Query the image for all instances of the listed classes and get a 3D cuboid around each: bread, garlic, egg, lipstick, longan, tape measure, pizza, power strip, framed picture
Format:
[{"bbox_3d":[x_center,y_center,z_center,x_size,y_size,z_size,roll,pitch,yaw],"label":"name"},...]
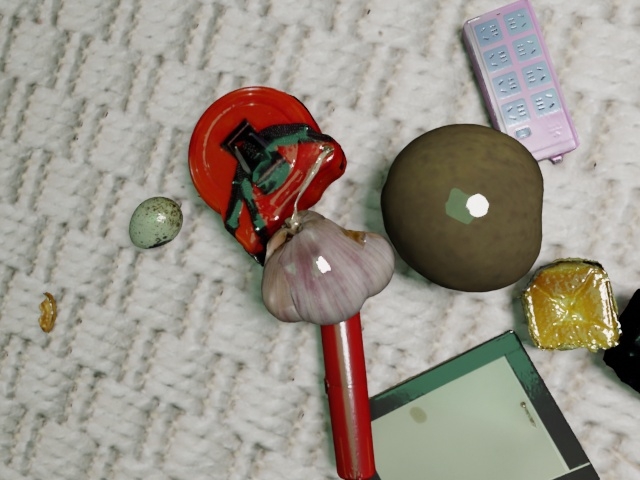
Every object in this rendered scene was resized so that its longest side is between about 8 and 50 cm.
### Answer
[{"bbox_3d":[0.369,0.098,0.681,0.128,0.069,0.140,-13,76,23],"label":"bread"},{"bbox_3d":[0.000,0.000,0.711,0.207,0.207,0.256,-4,87,11],"label":"garlic"},{"bbox_3d":[-0.300,-0.030,0.822,0.085,0.085,0.110,43,99,10],"label":"egg"},{"bbox_3d":[0.043,0.239,0.741,0.073,0.073,0.279,-8,80,11],"label":"lipstick"},{"bbox_3d":[0.211,-0.046,0.658,0.249,0.248,0.247,0,88,11],"label":"longan"},{"bbox_3d":[-0.104,-0.127,0.773,0.260,0.114,0.253,44,95,10],"label":"tape measure"},{"bbox_3d":[-0.540,0.143,0.898,0.037,0.016,0.083,2,92,10],"label":"pizza"},{"bbox_3d":[0.320,-0.251,0.734,0.109,0.037,0.278,-17,84,9],"label":"power strip"},{"bbox_3d":[0.224,0.338,0.740,0.347,0.016,0.264,-30,82,9],"label":"framed picture"}]

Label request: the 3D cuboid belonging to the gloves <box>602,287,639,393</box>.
[{"bbox_3d":[0.558,0.188,0.626,0.301,0.152,0.197,13,115,-2],"label":"gloves"}]
